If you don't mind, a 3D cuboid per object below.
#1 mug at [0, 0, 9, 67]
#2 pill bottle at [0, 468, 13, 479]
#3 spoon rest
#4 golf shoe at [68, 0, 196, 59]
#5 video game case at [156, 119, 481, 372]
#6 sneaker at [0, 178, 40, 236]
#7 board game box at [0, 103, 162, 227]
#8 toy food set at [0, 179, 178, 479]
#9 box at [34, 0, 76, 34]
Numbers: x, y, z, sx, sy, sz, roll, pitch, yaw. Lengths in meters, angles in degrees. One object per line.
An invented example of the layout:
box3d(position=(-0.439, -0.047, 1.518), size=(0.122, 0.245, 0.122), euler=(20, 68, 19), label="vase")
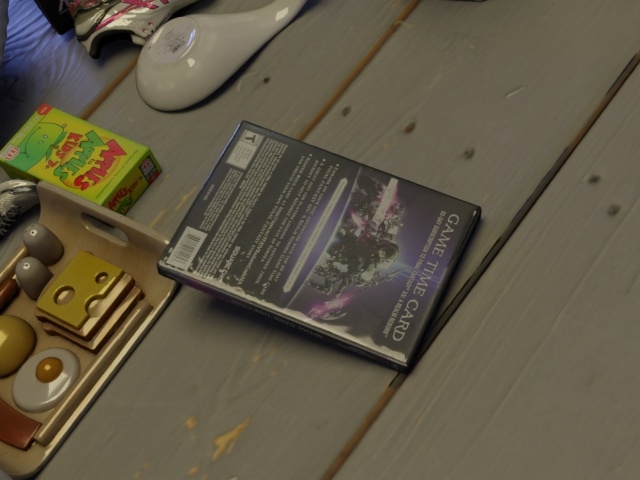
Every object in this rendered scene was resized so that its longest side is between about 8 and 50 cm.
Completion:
box3d(position=(-0.485, -0.306, 1.613), size=(0.374, 0.276, 0.328), euler=(-30, 40, 29), label="mug")
box3d(position=(-0.484, 0.237, 1.257), size=(0.392, 0.224, 0.224), euler=(22, 65, 32), label="pill bottle")
box3d(position=(-0.109, -0.258, 1.604), size=(0.276, 0.084, 0.137), euler=(-40, 49, 6), label="spoon rest")
box3d(position=(-0.218, -0.286, 1.670), size=(0.186, 0.067, 0.086), euler=(-19, 82, 0), label="golf shoe")
box3d(position=(0.000, 0.000, 1.343), size=(0.274, 0.026, 0.196), euler=(21, 63, 13), label="video game case")
box3d(position=(-0.376, -0.025, 1.536), size=(0.135, 0.052, 0.058), euler=(-22, 60, 13), label="sneaker")
box3d(position=(-0.284, -0.090, 1.548), size=(0.181, 0.043, 0.092), euler=(23, 65, 33), label="board game box")
box3d(position=(-0.315, 0.085, 1.396), size=(0.219, 0.092, 0.306), euler=(22, 65, 32), label="toy food set")
box3d(position=(-0.259, -0.483, 1.803), size=(0.395, 0.097, 0.318), euler=(-32, 49, -7), label="box")
